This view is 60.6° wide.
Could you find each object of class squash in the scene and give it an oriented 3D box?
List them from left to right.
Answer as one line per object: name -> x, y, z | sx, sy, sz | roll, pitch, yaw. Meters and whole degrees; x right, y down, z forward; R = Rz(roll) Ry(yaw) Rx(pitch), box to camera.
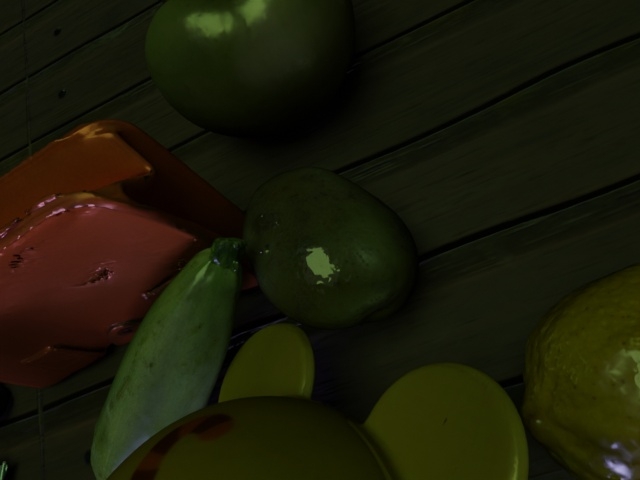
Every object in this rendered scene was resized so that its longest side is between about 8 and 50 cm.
squash -> -0.176, 0.148, 0.636 | 0.118, 0.118, 0.370 | 33, 110, 29

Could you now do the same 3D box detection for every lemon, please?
lemon -> 0.293, 0.115, 0.457 | 0.260, 0.204, 0.204 | -15, 66, 2

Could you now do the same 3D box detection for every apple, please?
apple -> -0.094, -0.280, 0.731 | 0.292, 0.254, 0.291 | -6, 72, 19

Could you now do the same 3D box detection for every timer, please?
timer -> -0.025, 0.266, 0.464 | 0.376, 0.376, 0.386 | 14, 70, 26

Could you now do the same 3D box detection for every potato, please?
potato -> 0.000, 0.000, 0.648 | 0.251, 0.174, 0.159 | 52, 129, 36

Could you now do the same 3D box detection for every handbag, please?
handbag -> -0.306, 0.050, 0.672 | 0.410, 0.303, 0.116 | -27, 57, 15

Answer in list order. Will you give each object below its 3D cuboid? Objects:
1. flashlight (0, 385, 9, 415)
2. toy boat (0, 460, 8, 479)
flashlight -> -0.660, 0.344, 0.837 | 0.424, 0.103, 0.103 | -37, 62, 5
toy boat -> -0.459, 0.456, 0.723 | 0.210, 0.070, 0.291 | 13, 74, 24
